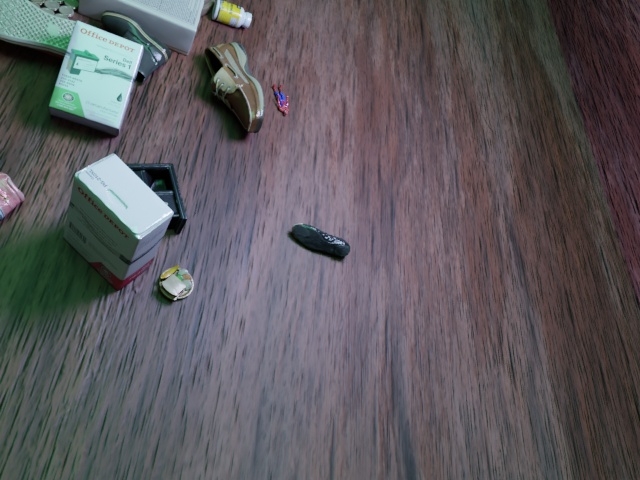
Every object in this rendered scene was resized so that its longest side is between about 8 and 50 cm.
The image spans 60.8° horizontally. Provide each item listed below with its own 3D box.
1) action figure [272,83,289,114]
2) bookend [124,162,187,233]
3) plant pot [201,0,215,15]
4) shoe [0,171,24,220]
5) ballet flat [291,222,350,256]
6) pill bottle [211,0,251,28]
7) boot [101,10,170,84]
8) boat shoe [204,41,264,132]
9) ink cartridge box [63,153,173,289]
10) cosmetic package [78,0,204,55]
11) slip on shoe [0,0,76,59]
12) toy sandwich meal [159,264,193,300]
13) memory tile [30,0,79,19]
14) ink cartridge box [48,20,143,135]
[{"bbox_3d":[-0.118,-0.431,1.670,0.038,0.030,0.115,0,63,-36],"label":"action figure"},{"bbox_3d":[-0.407,-0.095,1.256,0.157,0.072,0.156,-5,64,-32],"label":"bookend"},{"bbox_3d":[-0.430,-0.813,1.677,0.237,0.110,0.237,14,56,-22],"label":"plant pot"},{"bbox_3d":[-0.700,-0.119,1.110,0.178,0.063,0.081,40,48,-9],"label":"shoe"},{"bbox_3d":[0.000,0.000,1.460,0.173,0.057,0.049,24,11,-16],"label":"ballet flat"},{"bbox_3d":[-0.281,-0.716,1.731,0.116,0.065,0.065,11,56,-25],"label":"pill bottle"},{"bbox_3d":[-0.522,-0.520,1.464,0.198,0.077,0.137,30,55,-9],"label":"boot"},{"bbox_3d":[-0.252,-0.434,1.545,0.120,0.122,0.324,-7,56,-27],"label":"boat shoe"},{"bbox_3d":[-0.414,-0.031,1.102,0.172,0.237,0.100,44,49,1],"label":"ink cartridge box"},{"bbox_3d":[-0.497,-0.667,1.534,0.310,0.113,0.160,17,61,-19],"label":"cosmetic package"},{"bbox_3d":[-0.702,-0.516,1.325,0.331,0.101,0.123,14,82,-29],"label":"slip on shoe"},{"bbox_3d":[-0.321,0.093,1.214,0.086,0.029,0.085,15,55,-22],"label":"toy sandwich meal"},{"bbox_3d":[-0.716,-0.609,1.439,0.113,0.012,0.148,19,54,-15],"label":"memory tile"},{"bbox_3d":[-0.531,-0.384,1.300,0.160,0.092,0.219,16,82,-21],"label":"ink cartridge box"}]
